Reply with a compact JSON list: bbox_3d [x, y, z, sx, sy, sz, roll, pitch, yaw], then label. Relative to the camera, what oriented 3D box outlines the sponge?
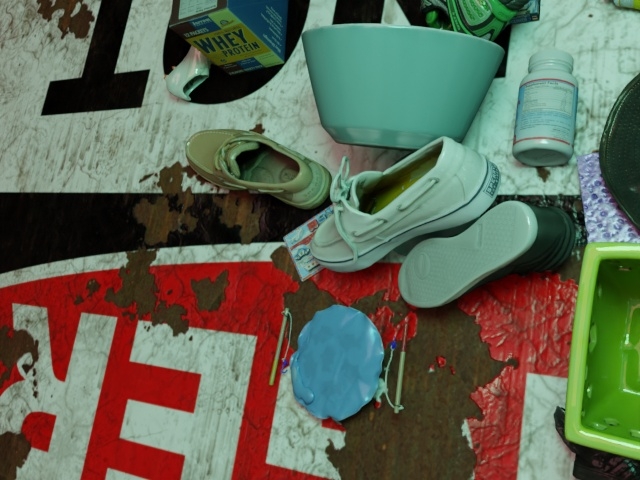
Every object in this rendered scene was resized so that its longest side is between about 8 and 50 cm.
[{"bbox_3d":[0.432,-0.033,0.929,0.117,0.031,0.210,-9,71,26],"label":"sponge"}]

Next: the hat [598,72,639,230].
[{"bbox_3d":[0.520,-0.123,0.826,0.331,0.134,0.331,-6,73,19],"label":"hat"}]

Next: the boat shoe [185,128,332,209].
[{"bbox_3d":[-0.138,-0.154,1.238,0.341,0.110,0.122,18,84,32],"label":"boat shoe"}]

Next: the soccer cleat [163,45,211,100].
[{"bbox_3d":[-0.253,-0.387,1.408,0.076,0.068,0.196,36,95,17],"label":"soccer cleat"}]

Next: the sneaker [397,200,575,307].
[{"bbox_3d":[0.245,0.031,0.979,0.296,0.147,0.104,-36,58,51],"label":"sneaker"}]

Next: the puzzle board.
[{"bbox_3d":[0.000,0.000,1.172,0.128,0.011,0.096,-34,61,17],"label":"puzzle board"}]

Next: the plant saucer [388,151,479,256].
[{"bbox_3d":[0.167,-0.068,1.085,0.195,0.037,0.195,-9,70,26],"label":"plant saucer"}]

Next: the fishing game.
[{"bbox_3d":[0.029,0.200,1.079,0.264,0.041,0.189,-2,73,37],"label":"fishing game"}]

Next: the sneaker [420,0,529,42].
[{"bbox_3d":[0.204,-0.440,1.112,0.146,0.134,0.343,-53,39,30],"label":"sneaker"}]

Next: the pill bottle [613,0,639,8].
[{"bbox_3d":[0.475,-0.374,1.003,0.083,0.043,0.043,24,88,33],"label":"pill bottle"}]

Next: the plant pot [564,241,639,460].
[{"bbox_3d":[0.416,0.133,0.766,0.227,0.207,0.228,7,84,25],"label":"plant pot"}]

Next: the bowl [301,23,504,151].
[{"bbox_3d":[0.119,-0.224,1.034,0.311,0.311,0.163,9,98,31],"label":"bowl"}]

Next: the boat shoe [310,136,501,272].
[{"bbox_3d":[0.073,-0.059,0.985,0.367,0.156,0.136,-21,44,49],"label":"boat shoe"}]

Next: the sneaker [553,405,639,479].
[{"bbox_3d":[0.385,0.272,0.848,0.170,0.051,0.089,4,81,34],"label":"sneaker"}]

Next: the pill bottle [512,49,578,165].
[{"bbox_3d":[0.340,-0.199,0.999,0.087,0.087,0.160,2,76,30],"label":"pill bottle"}]

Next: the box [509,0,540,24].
[{"bbox_3d":[0.322,-0.429,1.115,0.094,0.027,0.137,1,75,29],"label":"box"}]

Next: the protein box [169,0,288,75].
[{"bbox_3d":[-0.171,-0.469,1.301,0.136,0.200,0.201,-6,72,28],"label":"protein box"}]
